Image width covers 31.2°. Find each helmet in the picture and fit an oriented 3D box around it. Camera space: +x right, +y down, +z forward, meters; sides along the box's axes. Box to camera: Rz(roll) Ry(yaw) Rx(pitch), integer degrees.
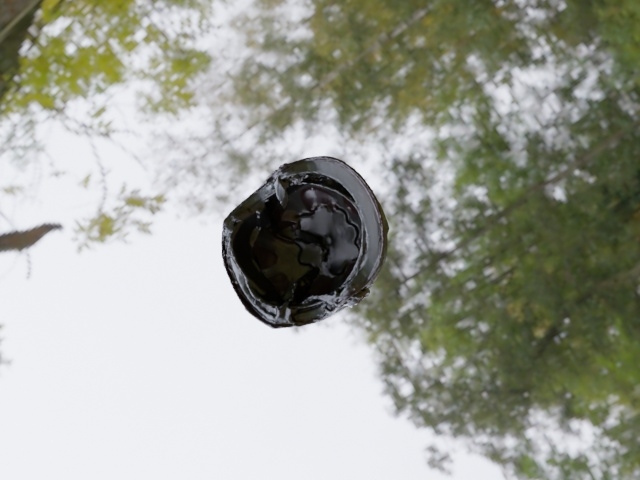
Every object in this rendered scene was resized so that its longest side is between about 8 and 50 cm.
[{"bbox_3d":[0.000,0.000,0.725,0.098,0.123,0.070,62,-154,9],"label":"helmet"}]
